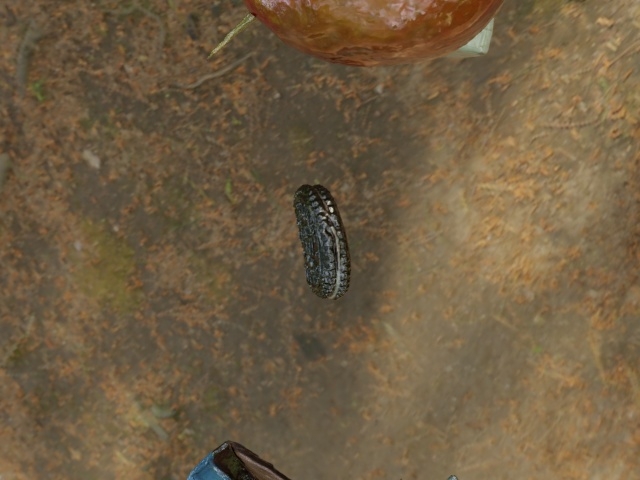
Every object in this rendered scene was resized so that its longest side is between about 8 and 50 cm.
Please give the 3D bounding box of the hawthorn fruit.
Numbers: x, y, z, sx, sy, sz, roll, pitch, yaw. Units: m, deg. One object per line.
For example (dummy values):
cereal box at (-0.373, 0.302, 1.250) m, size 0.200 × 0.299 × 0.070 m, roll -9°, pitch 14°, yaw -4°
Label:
hawthorn fruit at (0.017, -0.133, 0.391) m, size 0.140 × 0.125 × 0.125 m, roll 4°, pitch 117°, yaw 40°

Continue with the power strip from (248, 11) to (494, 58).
power strip at (0.026, -0.232, 0.932) m, size 0.288 × 0.093 × 0.053 m, roll 8°, pitch 98°, yaw -14°

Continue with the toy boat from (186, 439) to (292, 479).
toy boat at (-0.046, 0.291, 0.927) m, size 0.223 × 0.100 × 0.097 m, roll 33°, pitch 91°, yaw 25°

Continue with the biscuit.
biscuit at (0.000, 0.000, 0.724) m, size 0.089 × 0.027 × 0.087 m, roll -121°, pitch 25°, yaw -51°

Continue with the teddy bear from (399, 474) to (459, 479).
teddy bear at (0.085, 0.290, 0.717) m, size 0.133 × 0.111 × 0.213 m, roll 7°, pitch 126°, yaw 45°
